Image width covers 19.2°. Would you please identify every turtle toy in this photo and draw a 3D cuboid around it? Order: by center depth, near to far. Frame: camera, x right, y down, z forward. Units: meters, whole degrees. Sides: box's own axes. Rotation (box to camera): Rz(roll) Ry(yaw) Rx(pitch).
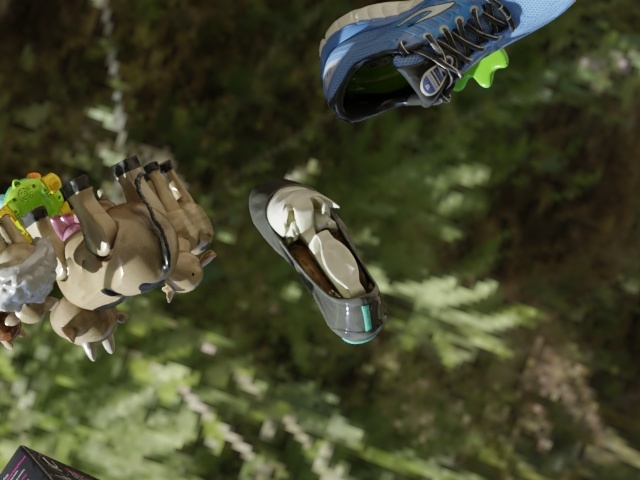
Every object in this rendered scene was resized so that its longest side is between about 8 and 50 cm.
[{"bbox_3d":[-0.365,-0.033,2.429,0.066,0.095,0.130,38,161,48],"label":"turtle toy"}]

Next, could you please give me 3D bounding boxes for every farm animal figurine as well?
[{"bbox_3d":[-0.230,0.027,2.048,0.330,0.172,0.327,-27,178,-24],"label":"farm animal figurine"}]

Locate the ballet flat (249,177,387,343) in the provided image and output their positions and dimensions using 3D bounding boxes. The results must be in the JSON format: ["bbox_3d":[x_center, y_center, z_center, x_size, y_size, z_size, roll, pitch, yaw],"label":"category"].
[{"bbox_3d":[0.000,0.000,2.301,0.095,0.096,0.280,-27,-124,-16],"label":"ballet flat"}]

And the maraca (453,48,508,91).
[{"bbox_3d":[0.179,-0.277,2.321,0.127,0.185,0.099,-5,179,38],"label":"maraca"}]

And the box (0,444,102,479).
[{"bbox_3d":[-0.353,0.405,2.334,0.163,0.247,0.142,32,-176,-41],"label":"box"}]

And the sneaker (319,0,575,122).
[{"bbox_3d":[0.145,-0.215,2.077,0.130,0.330,0.147,46,-149,-32],"label":"sneaker"}]
